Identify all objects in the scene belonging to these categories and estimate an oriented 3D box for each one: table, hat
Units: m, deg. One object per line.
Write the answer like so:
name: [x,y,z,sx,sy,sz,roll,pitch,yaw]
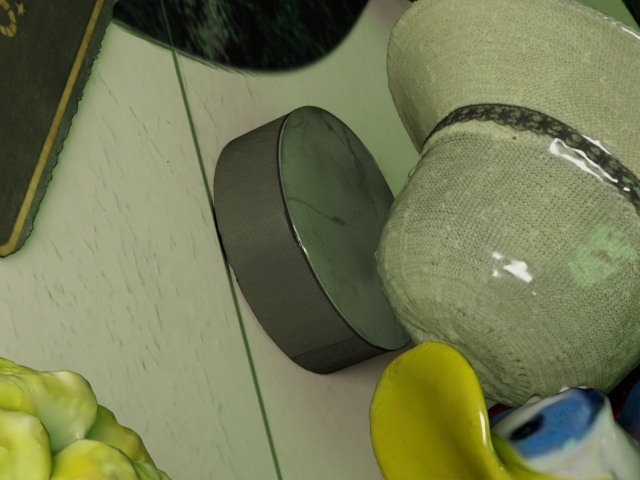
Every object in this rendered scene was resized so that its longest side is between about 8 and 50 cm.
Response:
table: [0.000,0.000,0.992,0.133,0.043,0.133,46,32,-40]
hat: [0.104,0.007,0.957,0.130,0.257,0.257,-49,119,-23]

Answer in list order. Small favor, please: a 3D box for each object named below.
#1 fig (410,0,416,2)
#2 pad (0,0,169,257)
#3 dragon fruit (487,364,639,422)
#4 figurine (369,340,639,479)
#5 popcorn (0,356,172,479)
fig: [0.081,-0.216,1.261,0.123,0.123,0.156,60,13,-15]
pad: [-0.128,-0.164,0.851,0.315,0.063,0.375,52,29,-30]
dragon fruit: [0.161,0.134,1.057,0.262,0.189,0.163,-24,75,-50]
figurine: [0.023,0.167,0.680,0.283,0.338,0.204,33,-20,24]
popcorn: [-0.128,0.104,0.502,0.198,0.213,0.198,18,90,-85]
